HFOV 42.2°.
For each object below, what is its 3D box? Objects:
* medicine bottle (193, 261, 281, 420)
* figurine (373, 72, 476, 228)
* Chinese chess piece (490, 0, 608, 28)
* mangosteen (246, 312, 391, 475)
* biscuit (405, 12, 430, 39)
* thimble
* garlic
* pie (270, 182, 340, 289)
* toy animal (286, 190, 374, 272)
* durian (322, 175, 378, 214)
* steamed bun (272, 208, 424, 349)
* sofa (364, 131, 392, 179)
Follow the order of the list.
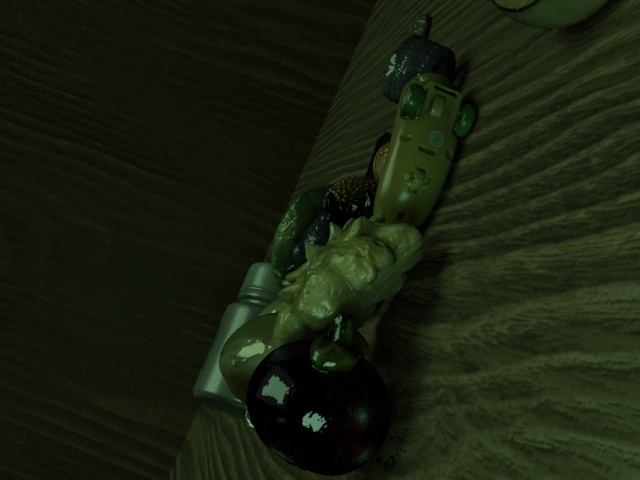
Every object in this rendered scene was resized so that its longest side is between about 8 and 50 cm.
[{"bbox_3d":[-0.140,0.238,1.932,0.339,0.208,0.208,-69,10,-21],"label":"medicine bottle"},{"bbox_3d":[0.165,-0.154,1.503,0.222,0.124,0.324,152,137,-75],"label":"figurine"},{"bbox_3d":[0.318,-0.414,1.119,0.250,0.103,0.249,-176,90,-65],"label":"Chinese chess piece"},{"bbox_3d":[0.003,0.223,1.190,0.216,0.216,0.216,-156,90,-80],"label":"mangosteen"},{"bbox_3d":[0.247,-0.521,2.209,0.249,0.032,0.133,-69,11,-23],"label":"biscuit"},{"bbox_3d":[0.199,-0.332,1.666,0.150,0.098,0.150,-48,-25,-31],"label":"thimble"},{"bbox_3d":[-0.067,0.227,1.678,0.249,0.286,0.313,56,144,24],"label":"garlic"},{"bbox_3d":[0.003,-0.008,1.752,0.274,0.105,0.257,10,-66,-55],"label":"pie"},{"bbox_3d":[0.004,-0.012,1.513,0.210,0.117,0.121,-27,34,22],"label":"toy animal"},{"bbox_3d":[0.079,-0.052,1.636,0.137,0.168,0.158,59,152,32],"label":"durian"},{"bbox_3d":[0.027,0.066,1.337,0.292,0.137,0.295,-42,-12,-6],"label":"steamed bun"},{"bbox_3d":[0.143,-0.192,1.952,0.060,0.039,0.117,132,159,-65],"label":"sofa"}]
